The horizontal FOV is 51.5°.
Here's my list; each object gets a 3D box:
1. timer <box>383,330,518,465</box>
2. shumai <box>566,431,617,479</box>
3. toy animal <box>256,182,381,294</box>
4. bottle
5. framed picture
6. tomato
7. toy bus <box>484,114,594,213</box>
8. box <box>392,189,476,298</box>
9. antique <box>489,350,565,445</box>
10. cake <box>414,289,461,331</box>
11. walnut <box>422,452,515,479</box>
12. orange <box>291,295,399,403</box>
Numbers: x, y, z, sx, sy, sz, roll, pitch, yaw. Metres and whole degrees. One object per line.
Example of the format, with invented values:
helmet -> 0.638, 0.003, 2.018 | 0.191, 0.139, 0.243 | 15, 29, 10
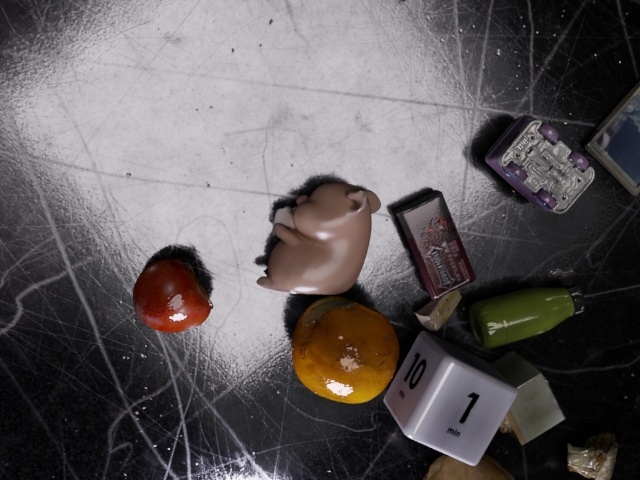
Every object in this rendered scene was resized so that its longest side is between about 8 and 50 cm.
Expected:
timer -> 0.282, 0.344, 1.470 | 0.194, 0.192, 0.195 | 26, 95, -14
shumai -> 0.669, 0.536, 1.648 | 0.116, 0.145, 0.146 | 15, 101, 27
toy animal -> 0.000, -0.004, 1.418 | 0.212, 0.195, 0.256 | 16, 98, 13
bottle -> 0.483, 0.167, 1.544 | 0.260, 0.112, 0.112 | -15, 103, -5
framed picture -> 0.758, -0.259, 1.547 | 0.189, 0.023, 0.260 | 40, 93, -16
tomato -> -0.319, 0.120, 1.404 | 0.167, 0.167, 0.167 | -1, 101, -7
toy bus -> 0.481, -0.166, 1.463 | 0.202, 0.142, 0.142 | 39, 94, -12
box -> 0.260, 0.010, 1.507 | 0.120, 0.069, 0.224 | -24, 104, -3
antique -> 0.456, 0.369, 1.560 | 0.147, 0.152, 0.147 | -32, 105, -3
cake -> 0.286, 0.155, 1.545 | 0.121, 0.065, 0.052 | -38, 106, -6
walnut -> 0.355, 0.641, 1.544 | 0.285, 0.285, 0.297 | -8, 96, -6
orange -> 0.054, 0.236, 1.438 | 0.239, 0.240, 0.240 | -1, 101, -7
